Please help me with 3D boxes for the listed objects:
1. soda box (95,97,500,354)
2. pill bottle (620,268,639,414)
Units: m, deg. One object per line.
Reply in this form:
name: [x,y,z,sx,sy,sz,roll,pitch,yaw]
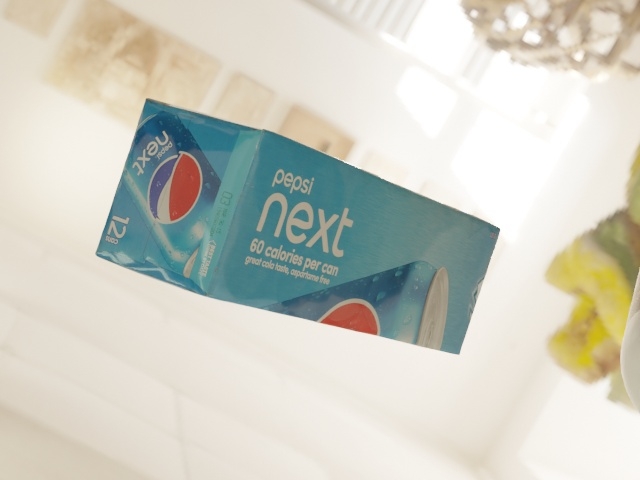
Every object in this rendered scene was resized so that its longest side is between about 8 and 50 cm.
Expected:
soda box: [0.000,0.000,0.612,0.067,0.071,0.210,18,180,36]
pill bottle: [0.248,-0.002,0.629,0.181,0.323,0.181,16,158,7]
